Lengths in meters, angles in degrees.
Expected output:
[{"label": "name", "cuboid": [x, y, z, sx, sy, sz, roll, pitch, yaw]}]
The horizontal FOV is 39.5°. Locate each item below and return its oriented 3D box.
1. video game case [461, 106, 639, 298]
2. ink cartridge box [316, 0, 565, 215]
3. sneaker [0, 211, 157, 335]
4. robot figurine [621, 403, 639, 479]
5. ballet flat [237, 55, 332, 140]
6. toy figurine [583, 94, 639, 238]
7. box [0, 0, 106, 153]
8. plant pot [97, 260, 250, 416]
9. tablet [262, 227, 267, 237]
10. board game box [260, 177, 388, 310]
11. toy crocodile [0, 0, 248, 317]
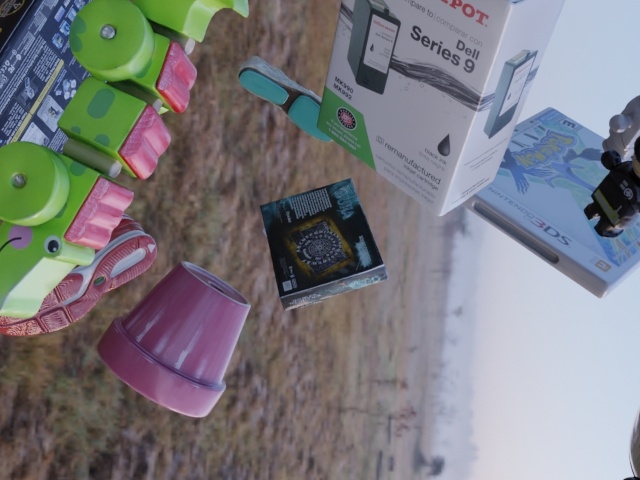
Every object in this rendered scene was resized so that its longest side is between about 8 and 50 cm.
[{"label": "video game case", "cuboid": [0.378, -0.073, 1.336, 0.329, 0.300, 0.036, -29, 146, -40]}, {"label": "ink cartridge box", "cuboid": [0.125, -0.208, 1.004, 0.122, 0.211, 0.289, -33, 149, -35]}, {"label": "sneaker", "cuboid": [-0.333, 0.031, 1.157, 0.128, 0.221, 0.087, 44, -28, 41]}, {"label": "robot figurine", "cuboid": [0.419, 0.211, 0.947, 0.278, 0.209, 0.173, 63, 30, -61]}, {"label": "ballet flat", "cuboid": [-0.037, -0.203, 1.241, 0.057, 0.168, 0.052, -44, -163, 40]}, {"label": "toy figurine", "cuboid": [0.425, -0.081, 1.005, 0.148, 0.213, 0.209, 113, 4, -52]}, {"label": "box", "cuboid": [-0.444, -0.229, 1.478, 0.318, 0.097, 0.394, 53, 49, -49]}, {"label": "plant pot", "cuboid": [-0.208, 0.139, 1.357, 0.180, 0.201, 0.201, -57, 174, 2]}, {"label": "tablet", "cuboid": [-0.052, -0.024, 1.486, 0.054, 0.083, 0.006, 54, 0, 32]}, {"label": "board game box", "cuboid": [0.000, 0.000, 1.079, 0.186, 0.126, 0.026, -106, 179, -52]}, {"label": "toy crocodile", "cuboid": [-0.176, -0.084, 0.738, 0.340, 0.105, 0.115, -61, 167, -6]}]
